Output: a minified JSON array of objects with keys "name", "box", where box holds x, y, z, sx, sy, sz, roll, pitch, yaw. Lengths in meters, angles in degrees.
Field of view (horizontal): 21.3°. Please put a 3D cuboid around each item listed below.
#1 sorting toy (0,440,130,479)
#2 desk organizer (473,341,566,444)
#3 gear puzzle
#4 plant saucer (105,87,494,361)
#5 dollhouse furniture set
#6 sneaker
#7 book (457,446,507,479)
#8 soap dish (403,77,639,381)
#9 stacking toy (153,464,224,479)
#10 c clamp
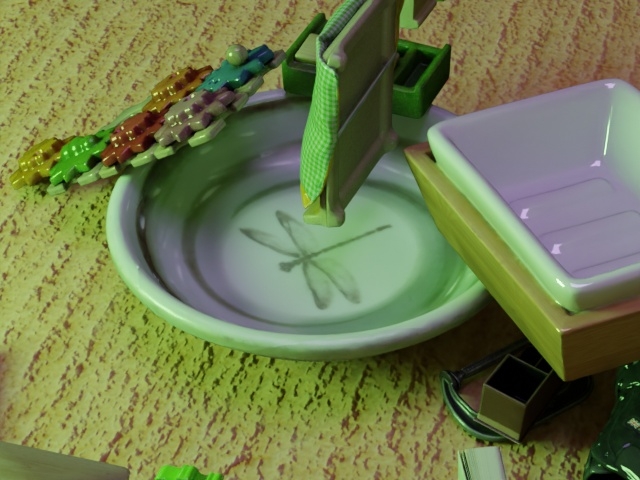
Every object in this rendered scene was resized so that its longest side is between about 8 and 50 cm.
[{"name":"sorting toy","box":[-0.219,0.235,1.371,0.274,0.046,0.132,13,40,-11]},{"name":"desk organizer","box":[0.189,0.112,1.493,0.047,0.050,0.130,27,50,21]},{"name":"gear puzzle","box":[-0.193,-0.120,1.699,0.339,0.044,0.175,-16,26,40]},{"name":"plant saucer","box":[0.000,0.000,1.626,0.400,0.100,0.400,-1,40,1]},{"name":"dollhouse furniture set","box":[0.007,-0.177,1.608,0.151,0.198,0.301,16,42,18]},{"name":"sneaker","box":[0.269,0.159,1.422,0.124,0.107,0.283,-12,40,-3]},{"name":"book","box":[0.134,0.245,1.323,0.035,0.096,0.144,-4,38,-4]},{"name":"soap dish","box":[0.233,-0.012,1.452,0.229,0.118,0.291,-15,37,-17]},{"name":"stacking toy","box":[-0.054,0.272,1.320,0.221,0.052,0.167,16,41,12]},{"name":"c clamp","box":[0.171,0.118,1.539,0.160,0.022,0.137,-29,53,-29]}]
